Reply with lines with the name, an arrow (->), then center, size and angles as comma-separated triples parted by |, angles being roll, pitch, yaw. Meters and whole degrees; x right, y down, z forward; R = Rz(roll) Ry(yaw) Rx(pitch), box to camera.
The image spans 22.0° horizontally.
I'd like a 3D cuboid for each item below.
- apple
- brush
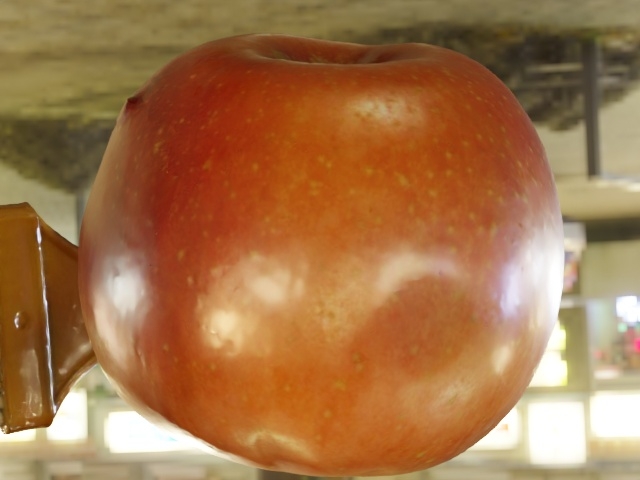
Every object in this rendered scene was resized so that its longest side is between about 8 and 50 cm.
apple -> 0.000, 0.000, 0.541 | 0.163, 0.139, 0.163 | 9, -176, -1
brush -> -0.053, 0.021, 0.690 | 0.314, 0.090, 0.017 | -7, -175, -35
